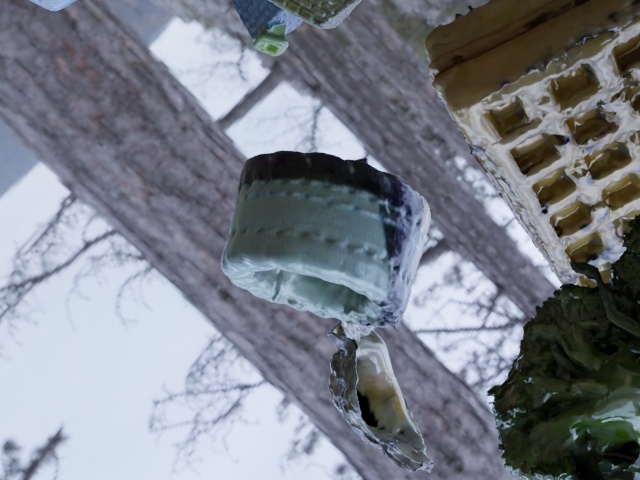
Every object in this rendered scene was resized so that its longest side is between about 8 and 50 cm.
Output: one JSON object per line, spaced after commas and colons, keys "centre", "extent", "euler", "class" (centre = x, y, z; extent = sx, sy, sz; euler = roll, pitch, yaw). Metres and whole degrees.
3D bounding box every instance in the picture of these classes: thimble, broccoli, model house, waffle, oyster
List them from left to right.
{"centre": [-0.020, -0.360, 1.428], "extent": [0.214, 0.195, 0.189], "euler": [-26, -138, 56], "class": "model house"}
{"centre": [0.000, 0.000, 1.141], "extent": [0.237, 0.237, 0.150], "euler": [-16, -125, 60], "class": "thimble"}
{"centre": [0.061, 0.195, 1.341], "extent": [0.100, 0.275, 0.271], "euler": [-21, 157, 2], "class": "oyster"}
{"centre": [0.282, -0.108, 0.947], "extent": [0.261, 0.376, 0.114], "euler": [-30, -131, 13], "class": "waffle"}
{"centre": [0.279, 0.102, 0.695], "extent": [0.321, 0.304, 0.283], "euler": [-65, 159, 0], "class": "broccoli"}

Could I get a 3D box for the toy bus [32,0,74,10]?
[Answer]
{"centre": [-0.283, -0.361, 1.076], "extent": [0.094, 0.079, 0.236], "euler": [-20, -119, 22], "class": "toy bus"}
